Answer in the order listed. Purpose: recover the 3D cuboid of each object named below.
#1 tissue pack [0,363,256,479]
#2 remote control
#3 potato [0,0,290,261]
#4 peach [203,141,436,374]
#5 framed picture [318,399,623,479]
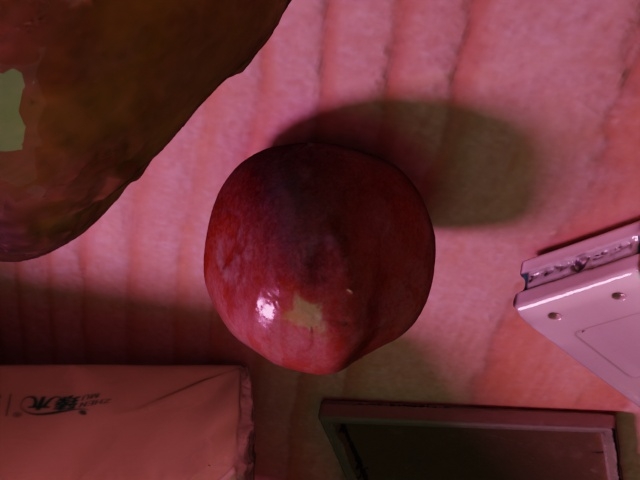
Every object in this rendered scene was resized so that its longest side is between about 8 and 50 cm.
[{"bbox_3d":[-0.237,0.252,1.269,0.380,0.207,0.297,-2,120,-1],"label":"tissue pack"},{"bbox_3d":[0.263,0.082,1.111,0.103,0.056,0.277,-22,134,41],"label":"remote control"},{"bbox_3d":[-0.131,-0.126,0.733,0.300,0.237,0.289,7,147,6],"label":"potato"},{"bbox_3d":[0.000,0.000,1.007,0.152,0.152,0.152,8,148,5],"label":"peach"},{"bbox_3d":[0.151,0.234,1.413,0.247,0.022,0.335,0,146,16],"label":"framed picture"}]
